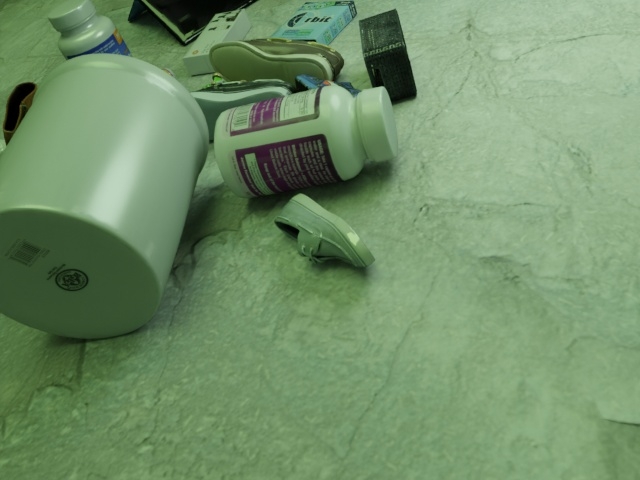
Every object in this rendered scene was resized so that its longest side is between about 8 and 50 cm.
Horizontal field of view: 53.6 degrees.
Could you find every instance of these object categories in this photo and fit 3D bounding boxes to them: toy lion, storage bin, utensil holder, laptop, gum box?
[{"bbox_3d":[-0.225,-0.341,1.470,0.100,0.096,0.034,11,63,-16],"label":"toy lion"},{"bbox_3d":[0.137,-0.376,1.296,0.084,0.122,0.180,-14,42,13],"label":"storage bin"},{"bbox_3d":[-0.380,-0.074,1.078,0.328,0.327,0.385,-12,45,14],"label":"utensil holder"},{"bbox_3d":[-0.387,-0.774,2.056,0.382,0.236,0.408,-39,71,-16],"label":"laptop"},{"bbox_3d":[-0.019,-0.546,1.615,0.157,0.041,0.184,12,53,35],"label":"gum box"}]

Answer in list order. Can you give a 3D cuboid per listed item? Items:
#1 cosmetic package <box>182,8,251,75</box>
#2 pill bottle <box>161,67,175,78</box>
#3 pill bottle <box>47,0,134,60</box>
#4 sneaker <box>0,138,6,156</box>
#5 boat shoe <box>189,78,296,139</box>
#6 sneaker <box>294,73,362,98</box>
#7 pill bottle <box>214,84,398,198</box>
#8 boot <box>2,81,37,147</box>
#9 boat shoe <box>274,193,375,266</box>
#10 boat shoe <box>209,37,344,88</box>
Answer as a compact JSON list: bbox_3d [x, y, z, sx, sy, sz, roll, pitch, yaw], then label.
[{"bbox_3d":[-0.278,-0.541,1.721,0.099,0.060,0.239,-3,45,24],"label":"cosmetic package"},{"bbox_3d":[-0.423,-0.414,1.665,0.043,0.043,0.083,14,53,36],"label":"pill bottle"},{"bbox_3d":[-0.573,-0.480,1.633,0.152,0.272,0.152,-13,42,12],"label":"pill bottle"},{"bbox_3d":[-0.801,-0.232,1.644,0.212,0.080,0.094,21,46,32],"label":"sneaker"},{"bbox_3d":[-0.203,-0.300,1.389,0.306,0.113,0.105,-9,36,13],"label":"boat shoe"},{"bbox_3d":[0.025,-0.293,1.309,0.087,0.083,0.221,-30,45,-25],"label":"sneaker"},{"bbox_3d":[-0.021,-0.179,1.128,0.302,0.169,0.169,-9,43,17],"label":"pill bottle"},{"bbox_3d":[-0.569,-0.120,1.230,0.096,0.280,0.264,11,54,-11],"label":"boot"},{"bbox_3d":[-0.001,-0.001,1.006,0.081,0.079,0.227,-44,38,-8],"label":"boat shoe"},{"bbox_3d":[-0.103,-0.407,1.447,0.324,0.116,0.096,14,43,26],"label":"boat shoe"}]
